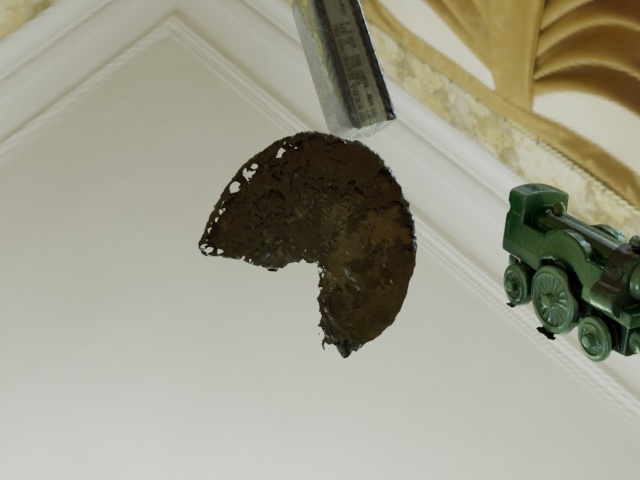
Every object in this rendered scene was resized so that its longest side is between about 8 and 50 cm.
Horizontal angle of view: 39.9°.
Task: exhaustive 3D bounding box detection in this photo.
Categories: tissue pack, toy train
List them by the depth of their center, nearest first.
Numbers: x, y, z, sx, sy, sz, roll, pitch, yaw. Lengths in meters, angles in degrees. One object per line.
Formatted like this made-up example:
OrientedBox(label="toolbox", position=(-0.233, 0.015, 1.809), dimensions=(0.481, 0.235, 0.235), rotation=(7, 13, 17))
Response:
OrientedBox(label="toy train", position=(0.214, 0.026, 0.715), dimensions=(0.071, 0.105, 0.178), rotation=(-6, -157, -22))
OrientedBox(label="tissue pack", position=(0.029, -0.289, 1.401), dimensions=(0.081, 0.185, 0.257), rotation=(-18, -89, -9))

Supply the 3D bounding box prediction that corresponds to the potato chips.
OrientedBox(label="potato chips", position=(0.000, -0.001, 0.869), dimensions=(0.202, 0.029, 0.220), rotation=(-37, -100, -8))
